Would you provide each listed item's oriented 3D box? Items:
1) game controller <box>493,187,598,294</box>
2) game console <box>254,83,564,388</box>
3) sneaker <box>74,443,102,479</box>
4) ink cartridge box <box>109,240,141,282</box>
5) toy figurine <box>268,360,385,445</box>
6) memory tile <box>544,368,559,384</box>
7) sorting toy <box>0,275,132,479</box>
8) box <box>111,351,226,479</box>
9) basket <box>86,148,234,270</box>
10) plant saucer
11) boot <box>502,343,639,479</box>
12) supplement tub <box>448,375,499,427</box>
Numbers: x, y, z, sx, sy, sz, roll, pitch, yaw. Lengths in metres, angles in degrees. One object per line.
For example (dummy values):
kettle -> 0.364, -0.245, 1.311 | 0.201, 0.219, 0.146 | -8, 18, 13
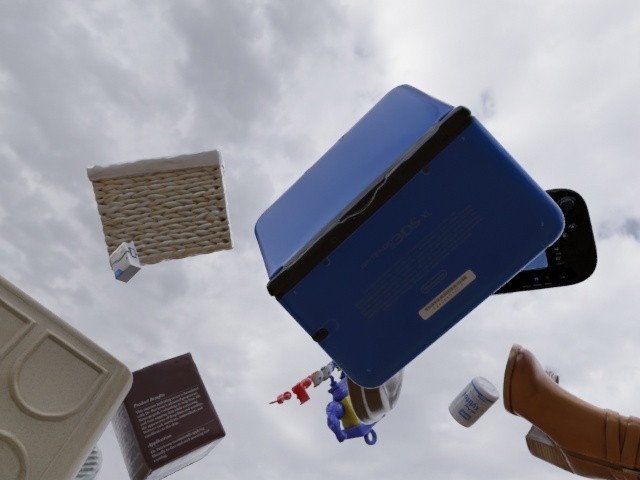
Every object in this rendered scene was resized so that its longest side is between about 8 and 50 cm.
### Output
game controller -> 0.299, 0.014, 0.820 | 0.319, 0.166, 0.067 | -12, -30, 31
game console -> 0.081, -0.020, 0.575 | 0.293, 0.173, 0.250 | -43, -89, 10
sneaker -> -0.452, 0.305, 0.718 | 0.282, 0.102, 0.161 | 42, -56, 23
ink cartridge box -> -0.401, 0.039, 0.953 | 0.048, 0.083, 0.028 | -42, -37, 11
toy figurine -> 0.078, 0.402, 1.166 | 0.191, 0.363, 0.217 | -41, -105, 35
memory tile -> 0.526, 0.358, 1.079 | 0.012, 0.148, 0.113 | 12, -96, 19
sorting toy -> -0.307, 0.163, 0.355 | 0.041, 0.307, 0.229 | -31, -68, 29
box -> -0.338, 0.387, 1.005 | 0.203, 0.168, 0.167 | 58, -43, 23
basket -> -0.408, -0.084, 1.284 | 0.331, 0.328, 0.266 | -11, -86, -11
plant saucer -> 0.095, 0.138, 0.719 | 0.041, 0.278, 0.277 | -1, -57, 20
boot -> 0.430, 0.291, 0.753 | 0.220, 0.109, 0.283 | -2, -62, 47
supplement tub -> 0.358, 0.375, 1.087 | 0.071, 0.071, 0.107 | 32, -71, -4
